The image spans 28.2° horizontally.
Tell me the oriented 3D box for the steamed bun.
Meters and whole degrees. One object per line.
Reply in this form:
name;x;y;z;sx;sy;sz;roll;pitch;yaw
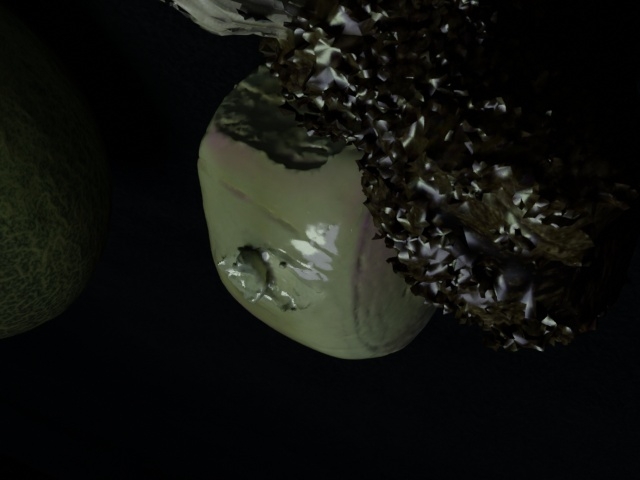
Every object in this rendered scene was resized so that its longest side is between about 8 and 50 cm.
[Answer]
steamed bun;0.000;0.000;0.865;0.170;0.152;0.238;22;152;21

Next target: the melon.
melon;-0.293;-0.064;0.977;0.248;0.248;0.329;17;146;29

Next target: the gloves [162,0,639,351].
gloves;0.056;-0.086;0.569;0.312;0.210;0.135;41;131;-23
